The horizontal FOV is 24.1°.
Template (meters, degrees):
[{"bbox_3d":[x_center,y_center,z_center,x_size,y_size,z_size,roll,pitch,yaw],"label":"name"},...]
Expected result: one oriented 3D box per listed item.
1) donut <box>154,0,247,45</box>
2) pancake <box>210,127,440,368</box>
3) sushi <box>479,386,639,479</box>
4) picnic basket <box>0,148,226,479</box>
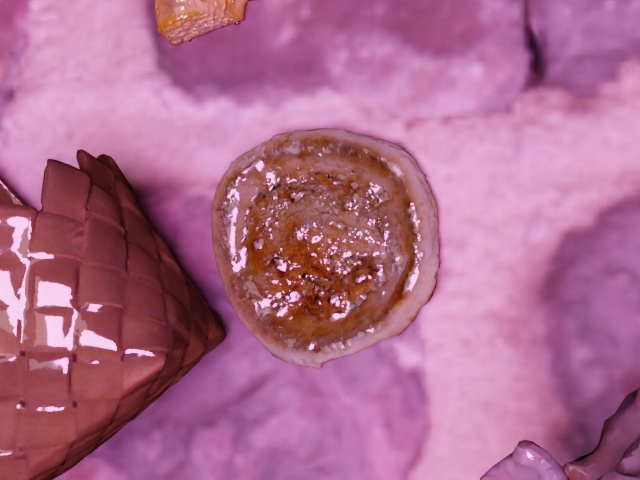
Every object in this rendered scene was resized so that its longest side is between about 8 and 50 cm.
[{"bbox_3d":[-0.031,-0.112,0.635,0.083,0.038,0.067,16,91,24],"label":"donut"},{"bbox_3d":[0.001,0.000,0.629,0.108,0.017,0.108,1,92,23],"label":"pancake"},{"bbox_3d":[0.194,0.202,0.422,0.417,0.176,0.417,12,112,31],"label":"sushi"},{"bbox_3d":[-0.141,0.010,0.624,0.138,0.128,0.178,-40,84,14],"label":"picnic basket"}]
